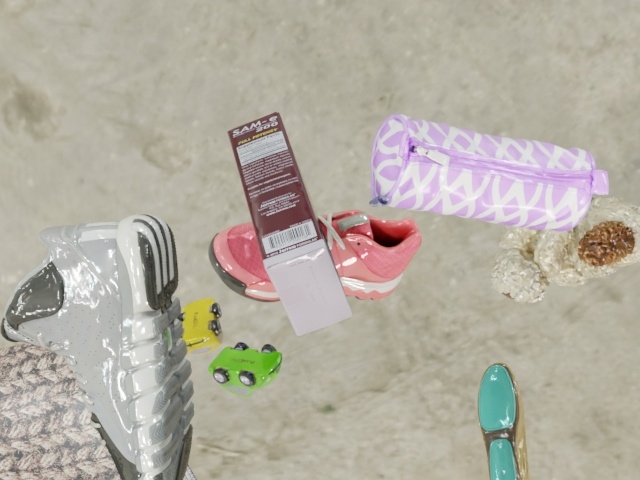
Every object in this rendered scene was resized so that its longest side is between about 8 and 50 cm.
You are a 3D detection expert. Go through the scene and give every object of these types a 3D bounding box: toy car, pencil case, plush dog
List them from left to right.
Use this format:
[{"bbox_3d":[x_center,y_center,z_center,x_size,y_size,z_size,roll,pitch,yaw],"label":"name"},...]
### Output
[{"bbox_3d":[-0.141,0.167,1.329,0.239,0.224,0.053,-50,131,-42],"label":"toy car"},{"bbox_3d":[0.144,-0.061,0.916,0.206,0.088,0.086,7,71,-19],"label":"pencil case"},{"bbox_3d":[0.408,-0.014,1.590,0.262,0.225,0.211,-10,102,-52],"label":"plush dog"}]

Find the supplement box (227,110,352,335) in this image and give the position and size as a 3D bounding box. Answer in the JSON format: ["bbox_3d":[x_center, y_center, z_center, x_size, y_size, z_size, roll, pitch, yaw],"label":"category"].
[{"bbox_3d":[-0.039,-0.023,1.200,0.073,0.130,0.239,-20,46,2],"label":"supplement box"}]

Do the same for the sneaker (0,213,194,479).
[{"bbox_3d":[-0.170,0.092,0.769,0.132,0.086,0.229,0,100,11],"label":"sneaker"}]

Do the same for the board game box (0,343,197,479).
[{"bbox_3d":[-0.304,0.236,1.000,0.291,0.141,0.232,-11,48,-37],"label":"board game box"}]

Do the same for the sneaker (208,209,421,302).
[{"bbox_3d":[0.000,0.000,1.375,0.313,0.136,0.116,1,54,-34],"label":"sneaker"}]

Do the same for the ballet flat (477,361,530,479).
[{"bbox_3d":[0.305,0.320,1.699,0.073,0.080,0.232,20,65,-53],"label":"ballet flat"}]
